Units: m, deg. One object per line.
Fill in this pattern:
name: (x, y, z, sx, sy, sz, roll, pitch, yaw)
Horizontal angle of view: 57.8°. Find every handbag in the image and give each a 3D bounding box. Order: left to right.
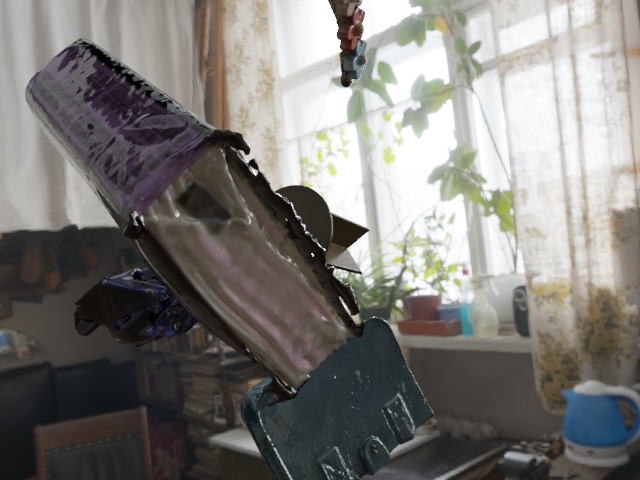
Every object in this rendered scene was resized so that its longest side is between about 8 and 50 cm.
handbag: (0.029, 0.215, 0.719, 0.229, 0.179, 0.062, -25, -6, -36)

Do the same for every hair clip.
hair clip: (0.036, -0.280, 0.737, 0.056, 0.062, 0.214, 17, -28, 28)

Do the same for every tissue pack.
tissue pack: (-0.138, -0.038, 0.560, 0.122, 0.259, 0.361, -41, 42, -9)

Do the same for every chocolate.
chocolate: (-0.184, 0.080, 0.853, 0.343, 0.148, 0.126, -20, 40, -13)

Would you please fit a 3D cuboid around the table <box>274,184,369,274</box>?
table: (0.000, 0.000, 1.124, 0.167, 0.167, 0.227, -7, -13, 28)
